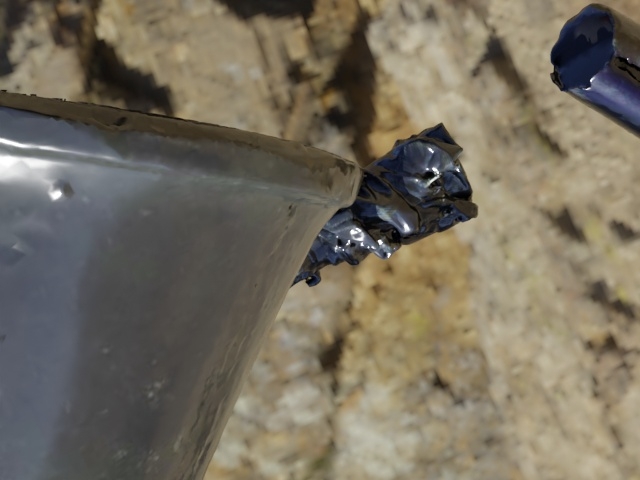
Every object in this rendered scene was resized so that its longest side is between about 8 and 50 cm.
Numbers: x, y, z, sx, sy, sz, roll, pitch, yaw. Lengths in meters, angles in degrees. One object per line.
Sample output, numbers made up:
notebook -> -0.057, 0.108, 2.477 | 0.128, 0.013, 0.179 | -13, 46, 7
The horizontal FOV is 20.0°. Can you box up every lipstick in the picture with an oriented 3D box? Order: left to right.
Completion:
lipstick -> 0.340, -0.061, 1.365 | 0.077, 0.418, 0.077 | -35, 42, 39

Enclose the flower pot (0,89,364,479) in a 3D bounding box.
flower pot -> -0.170, 0.052, 0.980 | 0.379, 0.379, 0.251 | -177, 93, -68

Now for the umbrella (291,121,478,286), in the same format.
umbrella -> 0.000, 0.000, 1.222 | 0.080, 0.224, 0.071 | 64, 180, -37
